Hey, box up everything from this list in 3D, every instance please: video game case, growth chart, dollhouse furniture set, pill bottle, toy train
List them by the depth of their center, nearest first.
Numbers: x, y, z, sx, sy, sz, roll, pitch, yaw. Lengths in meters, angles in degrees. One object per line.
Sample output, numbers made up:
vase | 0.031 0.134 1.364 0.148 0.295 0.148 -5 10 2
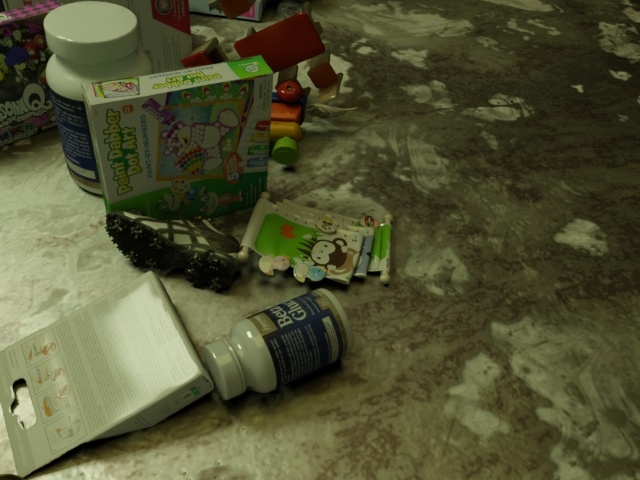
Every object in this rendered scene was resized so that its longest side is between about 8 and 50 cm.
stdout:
pill bottle | -0.053 0.129 0.771 0.169 0.094 0.094 -21 51 -25
growth chart | 0.000 0.000 0.941 0.237 0.021 0.172 11 44 -9
pill bottle | -0.328 -0.212 0.957 0.153 0.264 0.153 3 45 -3
video game case | -0.509 -0.260 1.022 0.232 0.210 0.042 -32 57 -33
toy train | -0.053 -0.193 1.097 0.248 0.105 0.143 2 55 -5
dollhouse furniture set | -0.120 -0.330 1.134 0.259 0.262 0.135 -16 41 25

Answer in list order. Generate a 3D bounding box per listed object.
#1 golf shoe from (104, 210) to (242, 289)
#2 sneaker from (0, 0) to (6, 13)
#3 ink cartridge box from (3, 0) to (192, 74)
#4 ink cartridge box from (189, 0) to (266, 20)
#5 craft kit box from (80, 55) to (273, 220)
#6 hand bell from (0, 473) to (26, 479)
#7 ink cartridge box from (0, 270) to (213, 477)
golf shoe | -0.207 -0.001 0.900 0.198 0.077 0.094 24 41 -3
sneaker | -0.629 -0.445 1.286 0.099 0.153 0.282 2 15 -2
ink cartridge box | -0.402 -0.403 1.167 0.306 0.226 0.131 -9 47 -16
ink cartridge box | -0.282 -0.610 1.504 0.311 0.065 0.185 9 43 -2
craft kit box | -0.194 -0.128 0.901 0.247 0.249 0.061 -15 50 -20
hand bell | -0.418 0.248 0.618 0.242 0.126 0.126 15 44 24
ink cartridge box | -0.266 0.160 0.761 0.225 0.056 0.181 -30 54 -9
